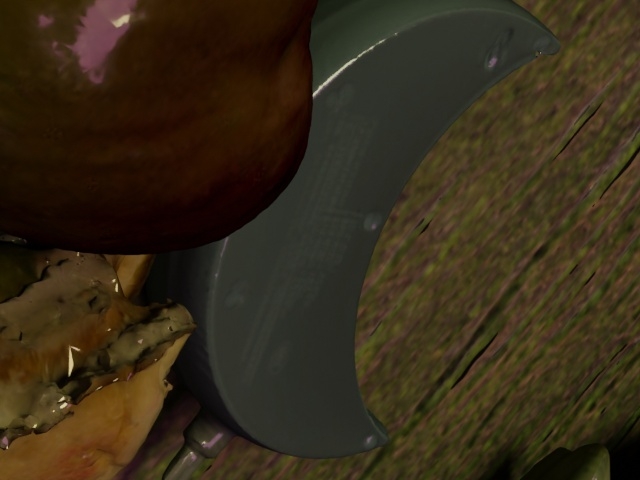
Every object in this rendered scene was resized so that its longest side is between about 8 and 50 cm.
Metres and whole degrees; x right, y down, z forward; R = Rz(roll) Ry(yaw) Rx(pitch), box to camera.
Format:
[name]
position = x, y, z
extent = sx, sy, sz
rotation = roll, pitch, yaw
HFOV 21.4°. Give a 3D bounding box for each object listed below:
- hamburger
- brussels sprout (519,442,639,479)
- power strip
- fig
[hamburger]
position = -0.168, 0.058, 0.572
extent = 0.262, 0.124, 0.131
rotation = -18, 150, -30
[brussels sprout]
position = 0.268, 0.297, 0.976
extent = 0.425, 0.342, 0.361
rotation = 1, 110, -33
[power strip]
position = 0.000, 0.000, 0.733
extent = 0.167, 0.054, 0.253
rotation = 10, 109, -45
[fig]
position = -0.117, -0.081, 0.510
extent = 0.274, 0.145, 0.170
rotation = 2, 114, -30
